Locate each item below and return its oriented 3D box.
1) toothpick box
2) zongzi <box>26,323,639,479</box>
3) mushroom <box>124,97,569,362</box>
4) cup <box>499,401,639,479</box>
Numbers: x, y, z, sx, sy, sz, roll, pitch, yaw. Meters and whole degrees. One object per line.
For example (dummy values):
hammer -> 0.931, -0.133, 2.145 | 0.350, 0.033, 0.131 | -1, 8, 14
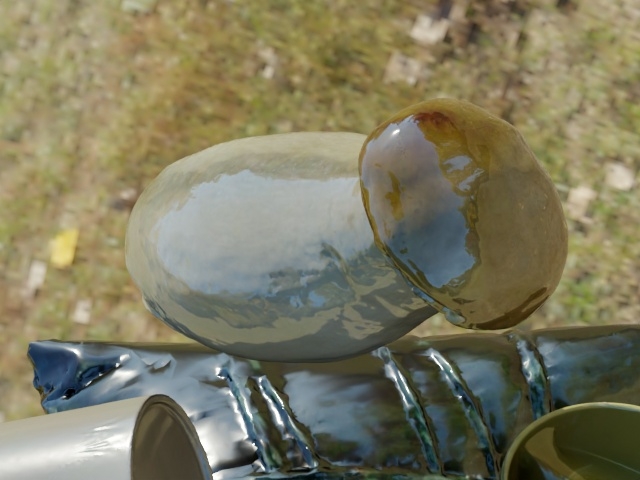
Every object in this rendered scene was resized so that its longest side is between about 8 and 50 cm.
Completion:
toothpick box -> -0.147, 0.139, 0.857 | 0.180, 0.111, 0.111 | -13, 66, 15
zongzi -> 0.010, 0.213, 1.158 | 0.362, 0.383, 0.319 | -98, 20, -43
mushroom -> 0.000, 0.000, 0.953 | 0.350, 0.128, 0.128 | -12, 70, 62
cup -> 0.126, 0.187, 0.968 | 0.131, 0.176, 0.155 | -114, 22, -46
